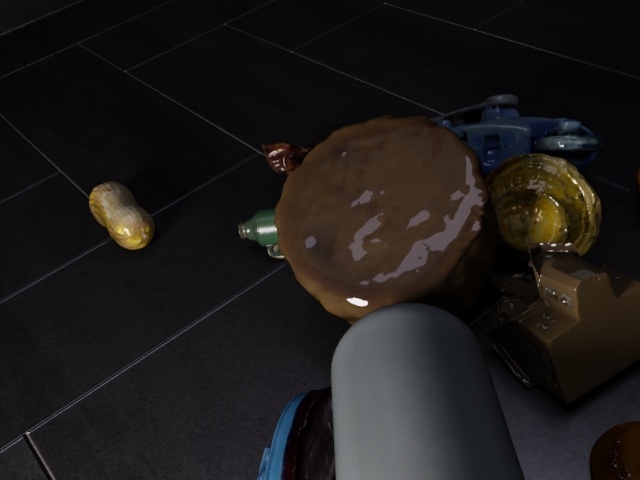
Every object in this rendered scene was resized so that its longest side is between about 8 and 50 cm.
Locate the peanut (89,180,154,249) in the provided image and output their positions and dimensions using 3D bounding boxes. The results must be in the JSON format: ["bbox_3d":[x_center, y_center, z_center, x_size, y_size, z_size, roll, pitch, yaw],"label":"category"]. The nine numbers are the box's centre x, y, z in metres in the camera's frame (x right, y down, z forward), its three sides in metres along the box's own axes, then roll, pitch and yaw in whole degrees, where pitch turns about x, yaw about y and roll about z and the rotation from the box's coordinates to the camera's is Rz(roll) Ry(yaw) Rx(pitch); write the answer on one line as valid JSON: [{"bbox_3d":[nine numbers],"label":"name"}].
[{"bbox_3d":[-0.385,-0.052,1.424,0.087,0.087,0.206,-31,43,-20],"label":"peanut"}]

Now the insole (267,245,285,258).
[{"bbox_3d":[0.000,0.000,1.311,0.192,0.010,0.063,-13,39,1],"label":"insole"}]

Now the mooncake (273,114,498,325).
[{"bbox_3d":[0.106,-0.017,1.104,0.324,0.187,0.324,-9,63,18],"label":"mooncake"}]

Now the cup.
[{"bbox_3d":[0.117,0.228,0.852,0.205,0.205,0.312,-9,38,5],"label":"cup"}]

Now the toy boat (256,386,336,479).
[{"bbox_3d":[-0.026,0.277,0.934,0.097,0.100,0.223,-36,21,31],"label":"toy boat"}]

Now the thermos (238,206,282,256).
[{"bbox_3d":[-0.049,-0.024,1.298,0.187,0.083,0.073,-7,19,12],"label":"thermos"}]

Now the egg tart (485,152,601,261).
[{"bbox_3d":[0.327,-0.040,1.127,0.191,0.191,0.074,16,31,31],"label":"egg tart"}]

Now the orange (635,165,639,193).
[{"bbox_3d":[0.623,-0.116,1.137,0.249,0.183,0.249,-9,40,8],"label":"orange"}]

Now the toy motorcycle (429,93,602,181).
[{"bbox_3d":[0.324,-0.168,1.261,0.319,0.182,0.241,1,30,29],"label":"toy motorcycle"}]

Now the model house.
[{"bbox_3d":[0.306,0.078,1.036,0.181,0.176,0.248,-28,25,-16],"label":"model house"}]

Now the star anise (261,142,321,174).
[{"bbox_3d":[-0.009,-0.150,1.418,0.196,0.111,0.212,16,40,24],"label":"star anise"}]

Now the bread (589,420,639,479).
[{"bbox_3d":[0.381,0.268,0.856,0.126,0.044,0.129,-6,36,6],"label":"bread"}]
